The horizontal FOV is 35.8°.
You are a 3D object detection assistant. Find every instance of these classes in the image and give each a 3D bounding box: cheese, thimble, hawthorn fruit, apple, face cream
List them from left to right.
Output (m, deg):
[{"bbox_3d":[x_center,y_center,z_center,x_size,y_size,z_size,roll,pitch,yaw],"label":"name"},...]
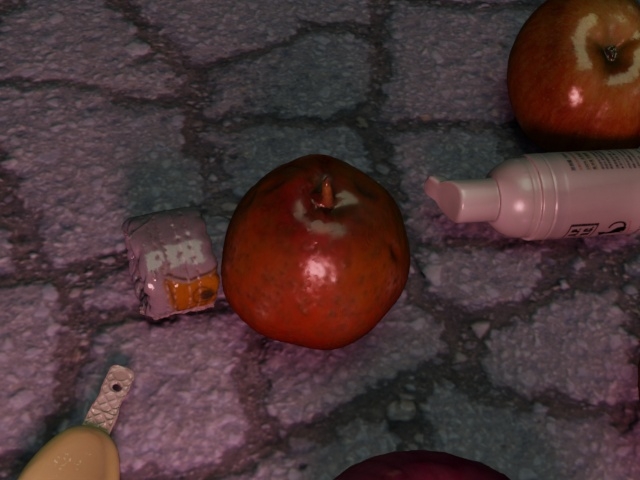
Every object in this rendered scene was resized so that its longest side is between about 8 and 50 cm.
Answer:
[{"bbox_3d":[-0.300,0.265,1.277,0.127,0.054,0.251,18,50,0],"label":"cheese"},{"bbox_3d":[-0.217,0.031,1.430,0.118,0.127,0.151,-12,58,-18],"label":"thimble"},{"bbox_3d":[0.000,0.000,1.388,0.277,0.298,0.277,4,54,-5],"label":"hawthorn fruit"},{"bbox_3d":[0.358,-0.069,1.613,0.369,0.145,0.145,-5,53,-13],"label":"face cream"},{"bbox_3d":[0.474,-0.299,1.748,0.277,0.250,0.309,-18,60,-24],"label":"apple"}]

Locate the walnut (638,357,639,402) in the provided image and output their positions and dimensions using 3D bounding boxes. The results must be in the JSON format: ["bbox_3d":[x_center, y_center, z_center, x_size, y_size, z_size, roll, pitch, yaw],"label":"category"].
[{"bbox_3d":[0.631,0.191,1.335,0.398,0.308,0.354,23,59,27],"label":"walnut"}]

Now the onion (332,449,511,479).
[{"bbox_3d":[0.140,0.386,1.113,0.358,0.345,0.358,20,18,-7],"label":"onion"}]
